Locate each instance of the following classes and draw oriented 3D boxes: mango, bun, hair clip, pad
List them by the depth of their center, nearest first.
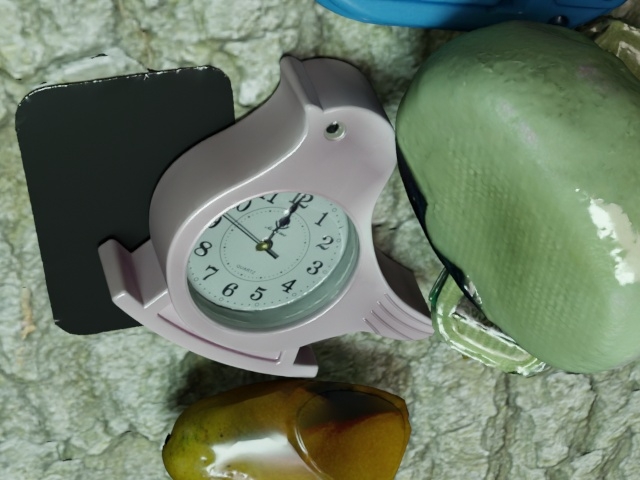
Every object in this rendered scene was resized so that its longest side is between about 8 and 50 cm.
[{"bbox_3d":[0.191,-0.049,0.969,0.179,0.283,0.283,-35,134,-21],"label":"bun"},{"bbox_3d":[-0.156,-0.027,1.100,0.181,0.004,0.267,-9,129,-11],"label":"pad"},{"bbox_3d":[0.210,-0.041,1.129,0.138,0.091,0.321,25,107,-8],"label":"hair clip"},{"bbox_3d":[-0.041,0.206,1.225,0.236,0.136,0.166,17,159,-36],"label":"mango"}]

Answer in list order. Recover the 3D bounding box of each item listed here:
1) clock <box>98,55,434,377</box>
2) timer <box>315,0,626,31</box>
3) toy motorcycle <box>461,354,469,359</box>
[{"bbox_3d":[0.000,0.000,1.120,0.290,0.080,0.275,28,114,-35],"label":"clock"},{"bbox_3d":[0.127,-0.301,0.902,0.309,0.115,0.340,2,128,-16],"label":"timer"},{"bbox_3d":[0.232,0.061,1.240,0.229,0.094,0.130,-21,133,6],"label":"toy motorcycle"}]
